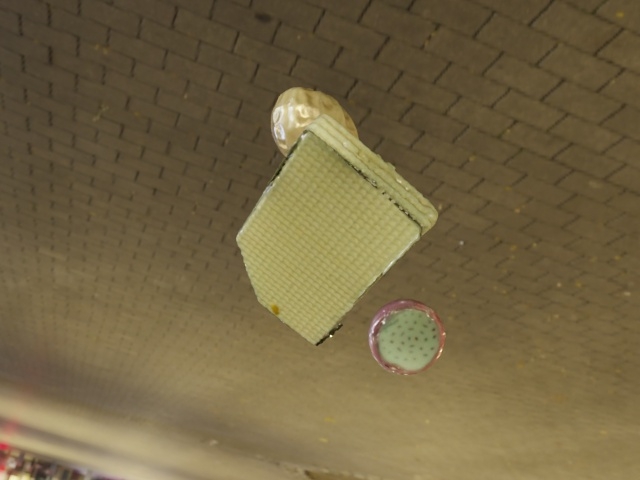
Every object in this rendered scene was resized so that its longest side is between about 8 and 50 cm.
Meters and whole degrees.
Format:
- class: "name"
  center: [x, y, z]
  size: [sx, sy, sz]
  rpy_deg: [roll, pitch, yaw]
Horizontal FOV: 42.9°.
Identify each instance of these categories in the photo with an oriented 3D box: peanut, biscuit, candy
- class: "peanut"
  center: [0.027, -0.105, 1.279]
  size: [0.120, 0.136, 0.298]
  rpy_deg: [-21, 99, 46]
- class: "biscuit"
  center: [0.000, 0.000, 0.831]
  size: [0.150, 0.052, 0.252]
  rpy_deg: [39, 137, 2]
- class: "candy"
  center: [0.115, 0.129, 1.093]
  size: [0.103, 0.103, 0.043]
  rpy_deg: [17, -171, -6]
